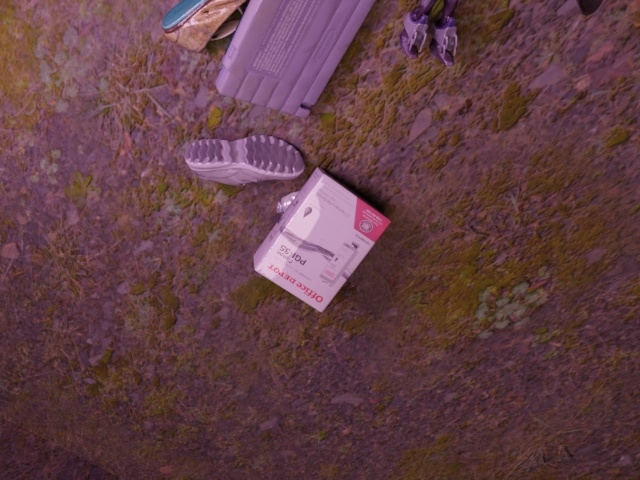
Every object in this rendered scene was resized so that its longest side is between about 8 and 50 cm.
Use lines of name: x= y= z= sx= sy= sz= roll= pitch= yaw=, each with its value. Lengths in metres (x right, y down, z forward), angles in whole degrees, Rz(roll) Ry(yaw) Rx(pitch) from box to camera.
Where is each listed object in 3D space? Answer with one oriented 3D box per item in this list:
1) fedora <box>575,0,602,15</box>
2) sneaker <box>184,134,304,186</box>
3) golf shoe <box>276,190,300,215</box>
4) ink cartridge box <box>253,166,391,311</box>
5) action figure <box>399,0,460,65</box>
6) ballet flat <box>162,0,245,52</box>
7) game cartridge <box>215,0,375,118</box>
fedora: x=0.426 y=-0.538 z=1.043 sx=0.124 sy=0.244 sz=0.275 roll=19 pitch=133 yaw=34
sneaker: x=-0.177 y=-0.185 z=1.459 sx=0.281 sy=0.105 sz=0.115 roll=6 pitch=154 yaw=5
golf shoe: x=-0.031 y=-0.048 z=1.524 sx=0.086 sy=0.069 sz=0.176 roll=-32 pitch=114 yaw=21
ink cartridge box: x=0.000 y=0.000 z=1.456 sx=0.207 sy=0.117 sz=0.283 roll=34 pitch=99 yaw=-15
action figure: x=0.236 y=-0.475 z=1.135 sx=0.185 sy=0.099 sz=0.285 roll=-1 pitch=142 yaw=-8
ballet flat: x=-0.171 y=-0.502 z=1.229 sx=0.348 sy=0.123 sz=0.123 roll=-29 pitch=114 yaw=26
game cartridge: x=-0.047 y=-0.424 z=1.217 sx=0.230 sy=0.068 sz=0.355 roll=12 pitch=130 yaw=-31
